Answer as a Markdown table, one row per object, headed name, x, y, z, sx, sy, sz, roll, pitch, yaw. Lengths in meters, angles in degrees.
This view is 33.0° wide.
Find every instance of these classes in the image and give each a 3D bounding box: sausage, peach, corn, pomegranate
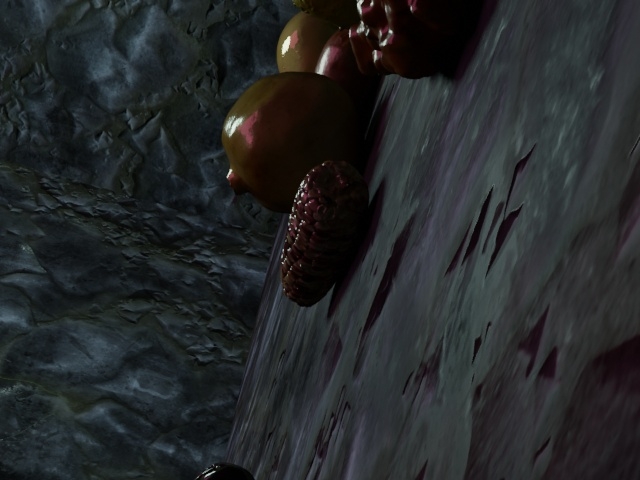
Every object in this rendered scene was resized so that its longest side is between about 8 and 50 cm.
| name | x | y | z | sx | sy | sz | roll | pitch | yaw |
| --- | --- | --- | --- | --- | --- | --- | --- | --- | --- |
| sausage | 0.029 | -0.229 | 1.788 | 0.113 | 0.113 | 0.259 | -83 | 8 | -62 |
| peach | 0.010 | -0.328 | 1.941 | 0.184 | 0.184 | 0.184 | -164 | 90 | -86 |
| corn | 0.000 | 0.000 | 1.452 | 0.290 | 0.098 | 0.098 | 105 | 178 | -58 |
| pomegranate | -0.038 | -0.150 | 1.660 | 0.233 | 0.233 | 0.233 | -164 | 90 | -86 |

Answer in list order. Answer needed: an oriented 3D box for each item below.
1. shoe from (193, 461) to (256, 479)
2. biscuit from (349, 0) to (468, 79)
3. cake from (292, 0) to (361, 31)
| name | x | y | z | sx | sy | sz | roll | pitch | yaw |
| --- | --- | --- | --- | --- | --- | --- | --- | --- | --- |
| shoe | -0.127 | 0.393 | 1.556 | 0.171 | 0.132 | 0.336 | -66 | -6 | -46 |
| biscuit | 0.109 | -0.317 | 1.092 | 0.312 | 0.110 | 0.318 | -107 | 32 | -80 |
| cake | 0.064 | -0.422 | 1.570 | 0.156 | 0.179 | 0.261 | 112 | 176 | -47 |
